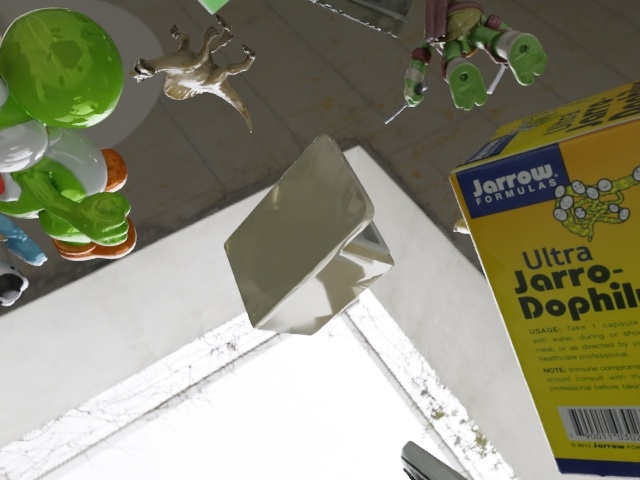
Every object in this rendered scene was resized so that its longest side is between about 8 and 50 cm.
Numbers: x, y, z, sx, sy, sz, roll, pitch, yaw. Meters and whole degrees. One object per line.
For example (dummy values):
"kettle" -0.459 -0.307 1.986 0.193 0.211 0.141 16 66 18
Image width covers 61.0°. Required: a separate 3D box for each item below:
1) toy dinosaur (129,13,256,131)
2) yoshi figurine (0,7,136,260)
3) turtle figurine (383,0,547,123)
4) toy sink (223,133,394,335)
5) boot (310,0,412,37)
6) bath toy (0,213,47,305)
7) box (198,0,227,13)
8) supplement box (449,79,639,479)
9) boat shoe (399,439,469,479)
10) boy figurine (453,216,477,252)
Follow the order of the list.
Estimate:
"toy dinosaur" -0.113 -0.172 0.549 0.092 0.183 0.053 -41 -111 22
"yoshi figurine" -0.271 -0.111 0.597 0.203 0.362 0.203 26 -110 6
"turtle figurine" 0.244 -0.273 0.885 0.197 0.275 0.266 4 -149 -10
"toy sink" 0.000 0.000 0.743 0.131 0.234 0.153 17 -144 -45
"boot" 0.036 -0.297 0.441 0.189 0.209 0.076 17 -155 -13
"bath toy" -0.667 0.117 0.993 0.151 0.129 0.348 32 -112 -6
"box" -0.035 -0.285 0.223 0.262 0.127 0.231 -38 -89 7
"supplement box" 0.307 0.040 0.563 0.194 0.195 0.357 -38 -71 -50
"boat shoe" 0.220 0.450 0.858 0.119 0.121 0.335 -53 -147 -3
"boy figurine" 0.385 -0.041 1.207 0.177 0.285 0.092 -3 -111 17
